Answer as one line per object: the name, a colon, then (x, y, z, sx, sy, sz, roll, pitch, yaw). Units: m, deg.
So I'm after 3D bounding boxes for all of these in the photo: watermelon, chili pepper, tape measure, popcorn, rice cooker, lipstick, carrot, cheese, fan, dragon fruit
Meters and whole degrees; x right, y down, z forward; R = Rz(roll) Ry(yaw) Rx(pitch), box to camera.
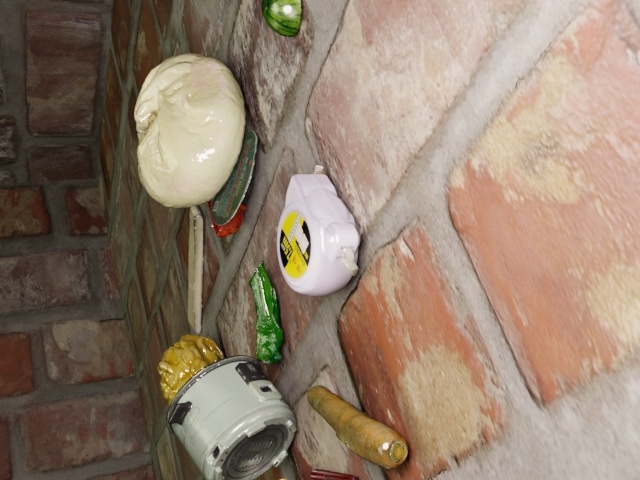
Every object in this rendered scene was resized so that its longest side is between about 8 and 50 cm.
watermelon: (-0.075, -0.428, 1.304, 0.105, 0.062, 0.106, 170, 90, -68)
chili pepper: (-0.117, 0.155, 1.533, 0.098, 0.060, 0.225, 172, 93, -70)
tape measure: (-0.002, 0.001, 1.209, 0.196, 0.105, 0.178, 63, 141, 35)
popcorn: (-0.355, 0.377, 1.967, 0.250, 0.189, 0.250, 163, 90, -72)
rice cooker: (-0.192, 0.379, 1.514, 0.227, 0.280, 0.241, 44, 114, 37)
lipstick: (0.027, 0.447, 1.330, 0.176, 0.027, 0.027, -30, 68, 62)
carrot: (0.046, 0.313, 1.216, 0.342, 0.070, 0.070, -169, 75, -67)
cheese: (-0.373, 0.091, 2.113, 0.085, 0.034, 0.401, -130, 41, -58)
fan: (-0.220, -0.120, 1.622, 0.294, 0.012, 0.223, -37, 44, 45)
dragon fruit: (-0.205, -0.082, 1.662, 0.106, 0.083, 0.162, -57, 28, 25)

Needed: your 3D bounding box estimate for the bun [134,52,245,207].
bun: (-0.321, -0.255, 1.631, 0.361, 0.213, 0.361, -31, 53, 51)

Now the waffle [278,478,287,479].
waffle: (-0.098, 0.607, 1.413, 0.248, 0.056, 0.253, -13, 51, 25)
